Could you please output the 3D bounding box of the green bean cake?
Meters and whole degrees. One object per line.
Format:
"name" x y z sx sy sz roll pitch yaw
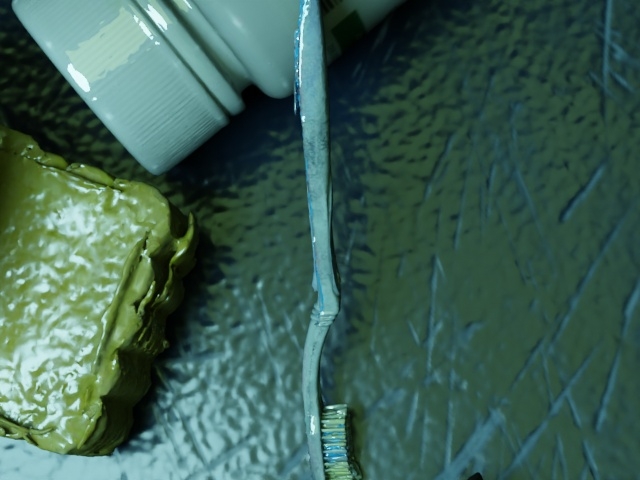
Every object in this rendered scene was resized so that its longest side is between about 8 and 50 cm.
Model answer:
"green bean cake" -0.225 0.040 1.303 0.230 0.131 0.224 18 82 12

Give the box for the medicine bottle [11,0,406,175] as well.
"medicine bottle" -0.051 -0.221 1.282 0.340 0.208 0.208 -40 80 0

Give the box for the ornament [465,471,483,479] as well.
"ornament" 0.117 0.323 1.196 0.251 0.106 0.260 -33 78 -39

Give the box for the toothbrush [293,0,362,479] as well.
"toothbrush" 0.000 0.000 1.245 0.042 0.035 0.413 -3 110 2
